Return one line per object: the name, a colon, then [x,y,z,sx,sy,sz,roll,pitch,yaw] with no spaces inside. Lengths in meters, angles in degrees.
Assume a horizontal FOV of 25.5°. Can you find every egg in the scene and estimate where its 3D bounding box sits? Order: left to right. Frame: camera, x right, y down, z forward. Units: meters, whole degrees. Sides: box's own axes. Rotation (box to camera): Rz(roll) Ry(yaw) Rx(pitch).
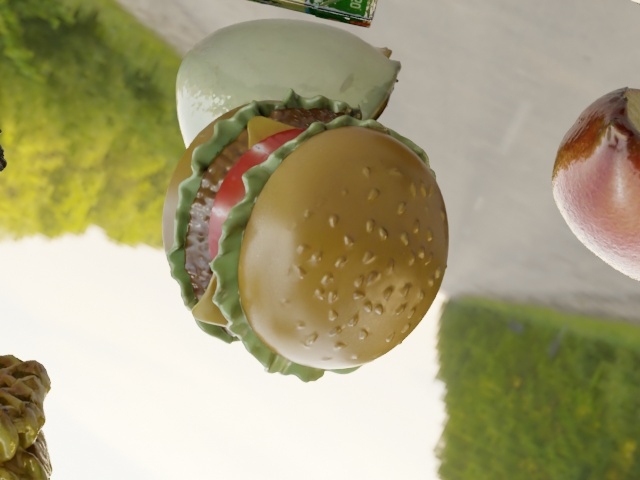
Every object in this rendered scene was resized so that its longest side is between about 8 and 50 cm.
egg: [-0.058,-0.179,1.694,0.286,0.264,0.174,-8,129,41]

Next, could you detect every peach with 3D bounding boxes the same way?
peach: [0.419,-0.056,1.858,0.361,0.201,0.258,20,-142,-49]

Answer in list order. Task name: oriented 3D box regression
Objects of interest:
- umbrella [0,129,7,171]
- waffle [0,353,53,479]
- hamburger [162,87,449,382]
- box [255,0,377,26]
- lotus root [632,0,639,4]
umbrella: [-0.309,-0.114,1.250,0.037,0.040,0.144,19,145,23]
waffle: [-0.430,0.233,1.572,0.261,0.151,0.324,-13,-164,0]
hamburger: [0.000,0.000,1.350,0.274,0.274,0.212,26,180,-41]
box: [-0.058,-0.258,1.432,0.235,0.034,0.132,13,-175,-1]
lotus root: [0.365,-0.331,1.518,0.375,0.111,0.390,30,-178,34]
